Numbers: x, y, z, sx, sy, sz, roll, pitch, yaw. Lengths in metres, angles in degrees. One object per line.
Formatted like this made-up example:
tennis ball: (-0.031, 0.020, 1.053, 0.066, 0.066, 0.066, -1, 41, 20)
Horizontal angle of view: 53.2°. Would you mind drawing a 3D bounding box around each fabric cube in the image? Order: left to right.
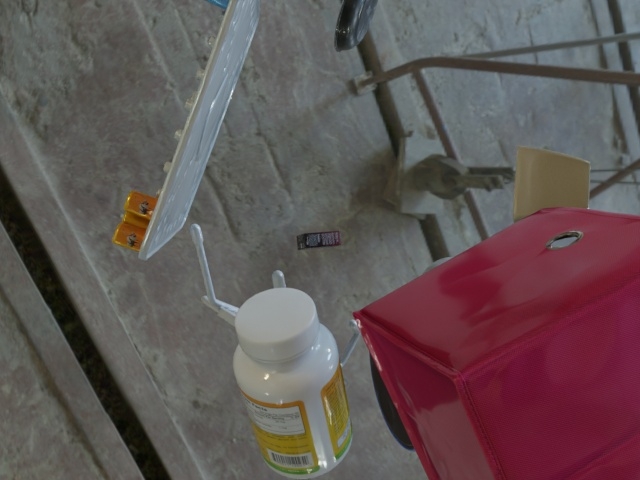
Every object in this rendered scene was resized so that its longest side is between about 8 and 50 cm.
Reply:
fabric cube: (0.225, 0.141, 0.632, 0.258, 0.254, 0.259, -27, 102, -10)

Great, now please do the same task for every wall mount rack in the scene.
wall mount rack: (-0.090, 0.113, 1.105, 0.304, 0.350, 0.130, 34, 83, -54)

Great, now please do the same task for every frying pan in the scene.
frying pan: (0.105, -0.547, 1.358, 0.053, 0.197, 0.326, 23, 77, 9)

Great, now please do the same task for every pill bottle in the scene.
pill bottle: (-0.038, 0.186, 0.842, 0.136, 0.136, 0.245, -27, 129, -23)

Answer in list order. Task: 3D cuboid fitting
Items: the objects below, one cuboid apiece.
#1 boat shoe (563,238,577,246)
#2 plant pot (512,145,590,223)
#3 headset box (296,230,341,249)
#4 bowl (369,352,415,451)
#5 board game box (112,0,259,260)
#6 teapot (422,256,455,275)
boat shoe: (0.392, 0.102, 0.912, 0.079, 0.084, 0.233, -37, 114, -2)
plant pot: (0.330, -0.066, 0.905, 0.109, 0.096, 0.109, 34, 61, -64)
headset box: (0.000, 0.000, 1.288, 0.083, 0.062, 0.032, -6, 87, -17)
bowl: (0.216, 0.326, 1.580, 0.077, 0.391, 0.391, -6, 98, -16)
board game box: (-0.179, -0.187, 0.931, 0.050, 0.390, 0.390, 20, 95, -8)
teapot: (0.271, 0.142, 1.046, 0.187, 0.252, 0.256, 0, 61, -12)
